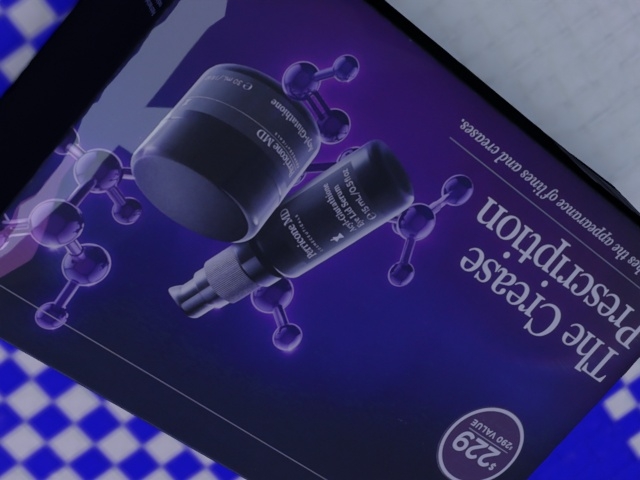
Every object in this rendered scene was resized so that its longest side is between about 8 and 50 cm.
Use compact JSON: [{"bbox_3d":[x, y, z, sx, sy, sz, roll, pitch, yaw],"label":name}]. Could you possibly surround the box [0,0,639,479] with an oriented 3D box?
[{"bbox_3d":[0.000,0.000,0.616,0.261,0.103,0.184,34,104,-29],"label":"box"}]
